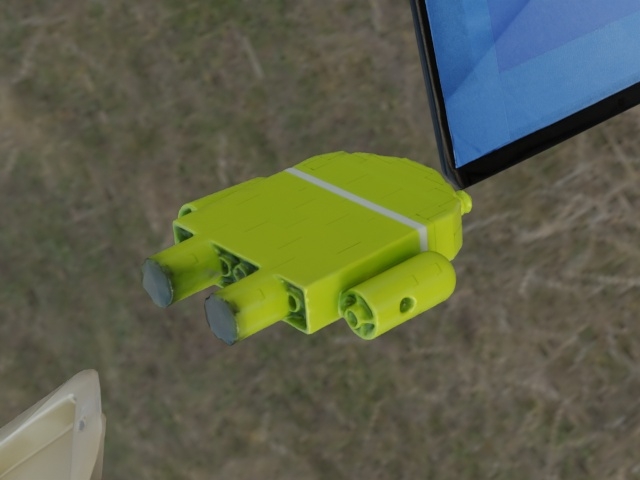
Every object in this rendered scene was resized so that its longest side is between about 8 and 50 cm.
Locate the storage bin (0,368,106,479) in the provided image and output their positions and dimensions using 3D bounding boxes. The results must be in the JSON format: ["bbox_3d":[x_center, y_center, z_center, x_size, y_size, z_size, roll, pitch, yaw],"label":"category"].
[{"bbox_3d":[-0.064,0.207,0.581,0.260,0.123,0.262,-36,114,27],"label":"storage bin"}]

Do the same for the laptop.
[{"bbox_3d":[0.163,-0.170,0.801,0.136,0.234,0.264,58,150,9],"label":"laptop"}]

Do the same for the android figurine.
[{"bbox_3d":[0.000,0.000,1.430,0.248,0.273,0.056,24,128,42],"label":"android figurine"}]
